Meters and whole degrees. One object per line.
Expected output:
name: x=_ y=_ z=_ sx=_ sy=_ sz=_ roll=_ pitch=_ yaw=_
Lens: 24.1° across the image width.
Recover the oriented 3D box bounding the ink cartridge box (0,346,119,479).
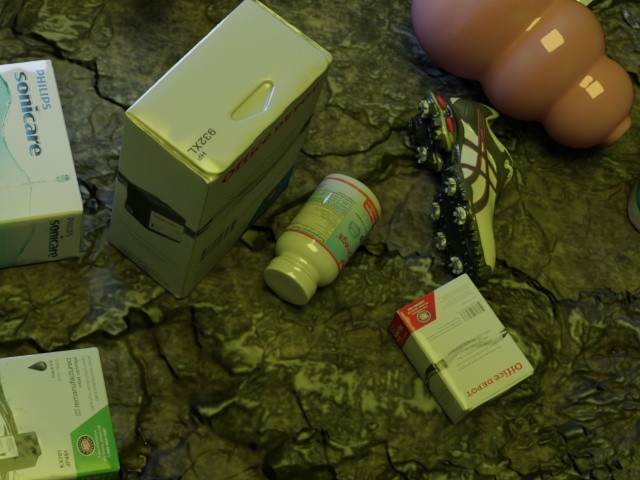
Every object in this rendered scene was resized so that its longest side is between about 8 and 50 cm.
ink cartridge box: x=-0.342 y=0.211 z=1.659 sx=0.209 sy=0.087 sz=0.153 roll=-6 pitch=67 yaw=-20

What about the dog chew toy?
dog chew toy: x=0.278 y=-0.254 z=1.977 sx=0.332 sy=0.206 sz=0.206 roll=45 pitch=63 yaw=2

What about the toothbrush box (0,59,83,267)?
toothbrush box: x=-0.445 y=-0.079 z=1.772 sx=0.296 sy=0.126 sz=0.216 roll=-10 pitch=65 yaw=-15

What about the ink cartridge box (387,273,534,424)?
ink cartridge box: x=0.171 y=0.133 z=1.828 sx=0.109 sy=0.063 sz=0.150 roll=-27 pitch=72 yaw=-23

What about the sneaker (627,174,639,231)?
sneaker: x=0.498 y=-0.148 z=2.004 sx=0.108 sy=0.121 sz=0.302 roll=21 pitch=61 yaw=-1

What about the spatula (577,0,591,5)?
spatula: x=0.261 y=-0.389 z=2.138 sx=0.168 sy=0.019 sz=0.242 roll=-41 pitch=77 yaw=-20

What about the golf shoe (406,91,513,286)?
golf shoe: x=0.199 y=-0.070 z=1.917 sx=0.120 sy=0.105 sz=0.272 roll=-1 pitch=64 yaw=-20

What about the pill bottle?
pill bottle: x=0.000 y=0.000 z=1.846 sx=0.087 sy=0.087 sz=0.160 roll=33 pitch=62 yaw=6

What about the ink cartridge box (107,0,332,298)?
ink cartridge box: x=-0.124 y=-0.102 z=1.746 sx=0.129 sy=0.307 sz=0.223 roll=38 pitch=62 yaw=8
